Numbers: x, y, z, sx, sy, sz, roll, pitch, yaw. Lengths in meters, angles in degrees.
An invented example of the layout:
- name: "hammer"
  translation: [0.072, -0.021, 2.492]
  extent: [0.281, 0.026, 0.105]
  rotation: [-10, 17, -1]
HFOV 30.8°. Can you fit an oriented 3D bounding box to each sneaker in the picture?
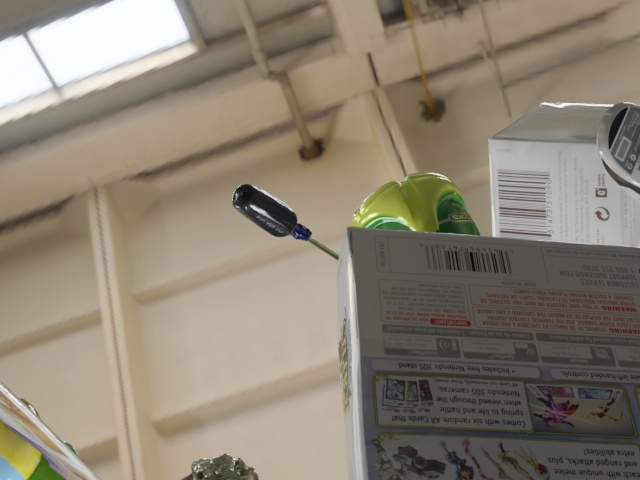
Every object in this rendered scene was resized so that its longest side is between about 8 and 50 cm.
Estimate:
- name: "sneaker"
  translation: [0.091, 0.092, 0.825]
  extent: [0.109, 0.295, 0.123]
  rotation: [-22, -140, 0]

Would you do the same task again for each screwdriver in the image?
- name: "screwdriver"
  translation: [0.000, 0.000, 0.809]
  extent: [0.025, 0.170, 0.024]
  rotation: [-54, -135, 9]

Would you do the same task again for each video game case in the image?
- name: "video game case"
  translation: [0.147, 0.103, 0.607]
  extent: [0.269, 0.061, 0.244]
  rotation: [4, -138, -5]

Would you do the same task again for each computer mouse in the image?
- name: "computer mouse"
  translation: [0.310, -0.054, 1.020]
  extent: [0.106, 0.193, 0.042]
  rotation: [-61, -163, -15]

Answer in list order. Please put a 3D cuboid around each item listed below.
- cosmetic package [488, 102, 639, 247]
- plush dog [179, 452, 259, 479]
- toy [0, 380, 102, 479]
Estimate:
- name: "cosmetic package"
  translation: [0.295, -0.064, 1.322]
  extent: [0.151, 0.151, 0.184]
  rotation: [5, -158, 29]
- name: "plush dog"
  translation: [0.009, 0.248, 0.779]
  extent: [0.225, 0.210, 0.262]
  rotation: [-36, -163, 16]
- name: "toy"
  translation: [-0.155, 0.023, 0.335]
  extent: [0.137, 0.237, 0.056]
  rotation: [15, -118, 41]
